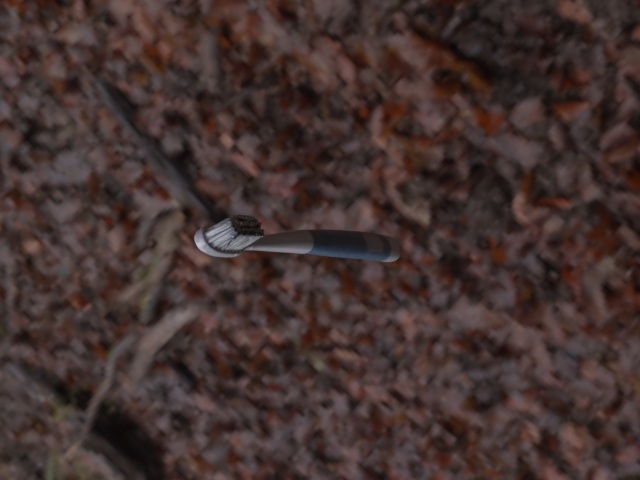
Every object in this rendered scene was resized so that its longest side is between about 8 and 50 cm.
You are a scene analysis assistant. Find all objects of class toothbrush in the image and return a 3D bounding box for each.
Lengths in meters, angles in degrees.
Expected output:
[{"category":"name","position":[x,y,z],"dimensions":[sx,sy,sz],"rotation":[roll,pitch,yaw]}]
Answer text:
[{"category":"toothbrush","position":[0.000,0.000,0.806],"dimensions":[0.025,0.276,0.019],"rotation":[-29,77,20]}]
